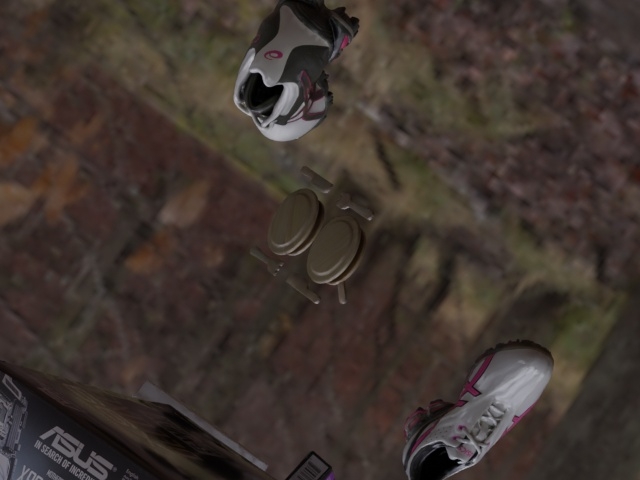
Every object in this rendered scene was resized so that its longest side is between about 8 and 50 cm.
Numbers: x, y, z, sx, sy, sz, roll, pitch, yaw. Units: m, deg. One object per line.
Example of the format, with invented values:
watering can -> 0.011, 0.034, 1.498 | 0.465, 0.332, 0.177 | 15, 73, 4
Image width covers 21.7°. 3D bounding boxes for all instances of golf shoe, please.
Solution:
golf shoe -> 0.146, 0.164, 1.516 | 0.067, 0.186, 0.086 | 31, -145, -19
golf shoe -> -0.050, -0.163, 1.724 | 0.105, 0.120, 0.273 | 39, 157, 7

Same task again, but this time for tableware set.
tableware set -> 0.000, 0.000, 1.961 | 0.039, 0.128, 0.194 | 31, -177, -33

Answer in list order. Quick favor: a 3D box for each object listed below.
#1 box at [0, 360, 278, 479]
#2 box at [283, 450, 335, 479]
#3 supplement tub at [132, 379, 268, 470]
box -> -0.070, 0.197, 1.111 | 0.307, 0.076, 0.242 | 29, 180, 29
box -> -0.028, 0.264, 1.486 | 0.029, 0.116, 0.162 | 38, 162, 22
supplement tub -> -0.233, 0.358, 2.121 | 0.228, 0.316, 0.228 | 34, 173, 5
